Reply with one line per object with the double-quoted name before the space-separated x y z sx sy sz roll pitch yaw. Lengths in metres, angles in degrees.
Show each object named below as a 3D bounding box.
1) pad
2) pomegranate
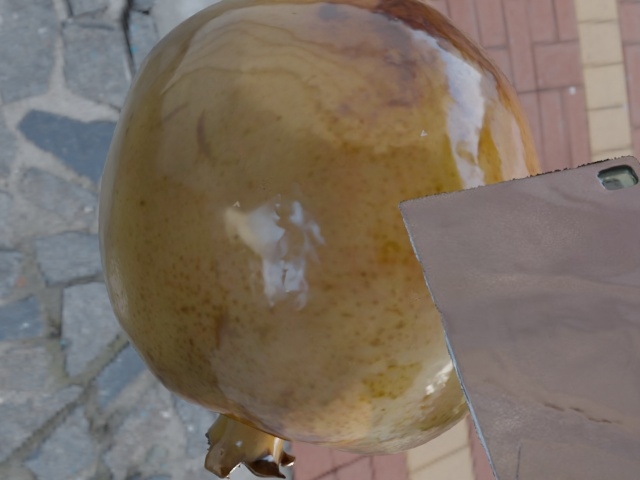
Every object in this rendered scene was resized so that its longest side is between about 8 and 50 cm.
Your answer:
"pad" 0.108 0.043 0.481 0.006 0.113 0.188 87 -11 -50
"pomegranate" 0.000 0.000 0.760 0.319 0.319 0.319 2 88 -45
